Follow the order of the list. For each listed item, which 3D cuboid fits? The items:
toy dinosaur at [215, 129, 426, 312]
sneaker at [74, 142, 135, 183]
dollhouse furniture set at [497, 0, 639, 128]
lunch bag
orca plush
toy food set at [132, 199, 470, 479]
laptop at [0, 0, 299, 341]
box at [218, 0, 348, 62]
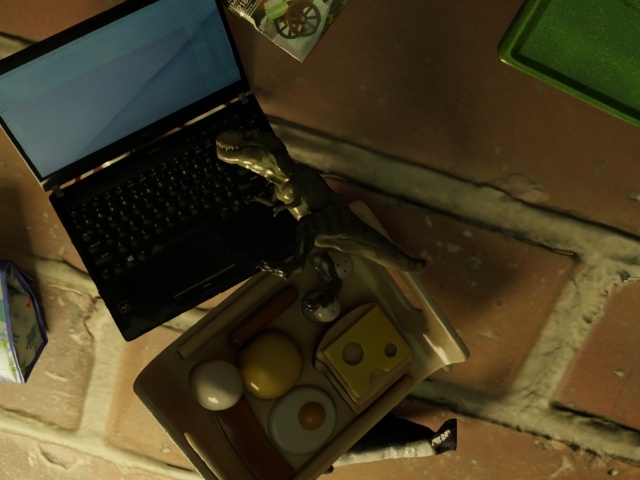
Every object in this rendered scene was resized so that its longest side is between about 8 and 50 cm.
[{"bbox_3d":[0.000,0.000,0.827,0.268,0.118,0.064,37,158,-27],"label":"toy dinosaur"},{"bbox_3d":[-0.212,-0.080,0.900,0.084,0.069,0.185,10,119,-20],"label":"sneaker"},{"bbox_3d":[0.288,-0.262,0.687,0.151,0.197,0.301,29,117,0],"label":"dollhouse furniture set"},{"bbox_3d":[-0.399,0.082,0.978,0.129,0.096,0.151,0,127,5],"label":"lunch bag"},{"bbox_3d":[0.017,0.213,1.009,0.287,0.151,0.102,-5,86,11],"label":"orca plush"},{"bbox_3d":[-0.010,0.135,0.885,0.306,0.092,0.219,-39,101,-16],"label":"toy food set"},{"bbox_3d":[-0.146,-0.072,0.801,0.234,0.136,0.264,-28,89,-8],"label":"laptop"},{"bbox_3d":[-0.011,-0.302,0.771,0.159,0.044,0.233,34,115,-13],"label":"box"}]
